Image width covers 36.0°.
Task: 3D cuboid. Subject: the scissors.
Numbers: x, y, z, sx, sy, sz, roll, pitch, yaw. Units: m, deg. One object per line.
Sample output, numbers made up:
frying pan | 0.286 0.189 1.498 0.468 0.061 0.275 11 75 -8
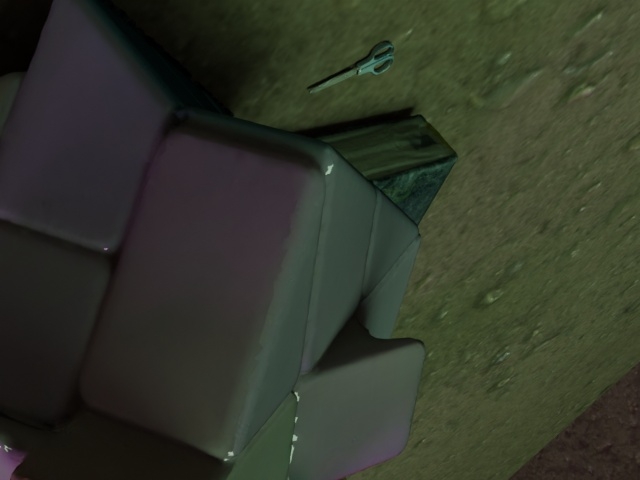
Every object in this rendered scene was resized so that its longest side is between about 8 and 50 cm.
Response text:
scissors | 0.026 -0.139 0.819 0.083 0.006 0.036 -27 156 -15

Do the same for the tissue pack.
tissue pack | 0.000 0.000 0.950 0.185 0.081 0.257 -16 148 -34

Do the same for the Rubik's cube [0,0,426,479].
Rubik's cube | -0.117 0.063 0.634 0.387 0.358 0.368 33 76 -70

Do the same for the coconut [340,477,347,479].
coconut | -0.109 0.374 1.234 0.352 0.353 0.353 -27 155 -14
